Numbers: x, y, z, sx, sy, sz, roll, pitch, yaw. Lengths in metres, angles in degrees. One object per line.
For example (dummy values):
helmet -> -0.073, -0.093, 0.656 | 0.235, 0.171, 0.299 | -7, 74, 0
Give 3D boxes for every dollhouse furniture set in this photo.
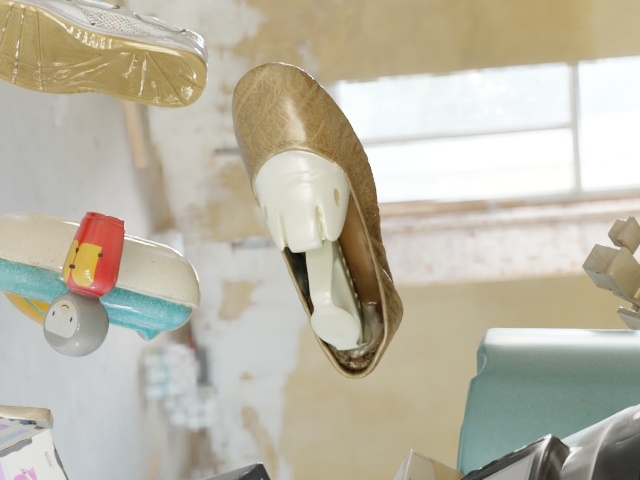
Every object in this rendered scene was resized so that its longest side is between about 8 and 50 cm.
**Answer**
dollhouse furniture set -> 0.404, 0.007, 1.578 | 0.161, 0.101, 0.182 | 45, 72, -40

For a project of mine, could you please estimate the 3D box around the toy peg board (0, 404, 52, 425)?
toy peg board -> -0.387, 0.227, 1.598 | 0.161, 0.161, 0.079 | 131, -36, -76

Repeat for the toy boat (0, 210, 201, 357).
toy boat -> -0.262, 0.053, 1.571 | 0.318, 0.268, 0.148 | 160, -56, -80

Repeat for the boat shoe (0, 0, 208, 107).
boat shoe -> -0.255, -0.214, 1.515 | 0.096, 0.277, 0.098 | -87, -166, -54

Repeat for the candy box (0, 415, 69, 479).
candy box -> -0.258, 0.237, 1.190 | 0.196, 0.070, 0.164 | -5, -73, 61

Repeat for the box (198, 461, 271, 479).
box -> -0.187, 0.496, 1.693 | 0.395, 0.212, 0.293 | -31, 96, -50

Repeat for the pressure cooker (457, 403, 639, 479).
pressure cooker -> 0.172, 0.264, 0.678 | 0.369, 0.420, 0.375 | 62, 28, 4

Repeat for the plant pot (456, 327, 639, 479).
plant pot -> 0.314, 0.227, 1.388 | 0.341, 0.334, 0.341 | 4, 90, -76

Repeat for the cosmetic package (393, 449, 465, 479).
cosmetic package -> 0.091, 0.240, 1.259 | 0.115, 0.060, 0.041 | -69, -176, -65

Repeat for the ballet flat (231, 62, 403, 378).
ballet flat -> 0.000, 0.000, 1.318 | 0.124, 0.116, 0.342 | -83, 161, -49
